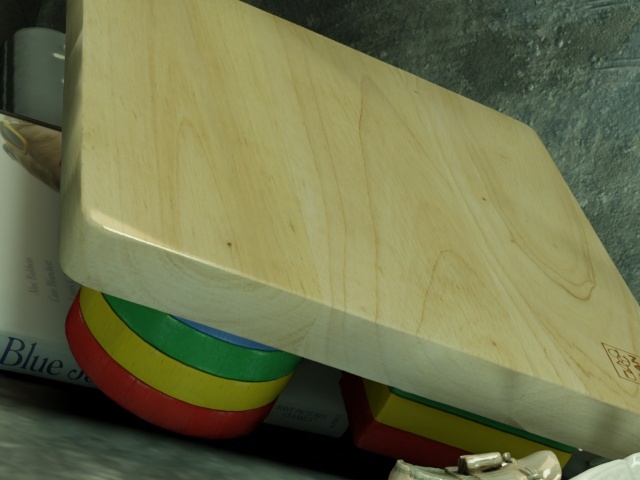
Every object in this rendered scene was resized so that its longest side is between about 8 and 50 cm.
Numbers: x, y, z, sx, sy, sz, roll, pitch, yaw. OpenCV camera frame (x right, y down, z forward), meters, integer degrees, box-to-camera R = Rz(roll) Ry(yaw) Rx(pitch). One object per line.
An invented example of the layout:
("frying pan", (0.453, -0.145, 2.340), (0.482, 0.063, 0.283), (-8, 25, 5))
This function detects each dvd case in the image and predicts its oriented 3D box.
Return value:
("dvd case", (-0.115, -0.001, 0.597), (0.253, 0.022, 0.180), (16, 29, -28))

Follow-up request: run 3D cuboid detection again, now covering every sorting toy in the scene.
("sorting toy", (0.000, 0.000, 0.588), (0.256, 0.089, 0.257), (20, 27, -21))

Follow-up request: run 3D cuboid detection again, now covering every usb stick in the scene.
("usb stick", (-0.137, -0.040, 0.726), (0.077, 0.045, 0.278), (11, 30, -19))

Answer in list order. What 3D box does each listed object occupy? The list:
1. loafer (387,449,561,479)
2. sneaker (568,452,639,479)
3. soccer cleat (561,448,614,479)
("loafer", (0.084, 0.091, 0.474), (0.125, 0.039, 0.045), (16, 2, -10))
("sneaker", (0.099, 0.099, 0.392), (0.065, 0.061, 0.158), (-19, -25, 41))
("soccer cleat", (0.079, 0.057, 0.767), (0.318, 0.108, 0.116), (26, -21, 43))
